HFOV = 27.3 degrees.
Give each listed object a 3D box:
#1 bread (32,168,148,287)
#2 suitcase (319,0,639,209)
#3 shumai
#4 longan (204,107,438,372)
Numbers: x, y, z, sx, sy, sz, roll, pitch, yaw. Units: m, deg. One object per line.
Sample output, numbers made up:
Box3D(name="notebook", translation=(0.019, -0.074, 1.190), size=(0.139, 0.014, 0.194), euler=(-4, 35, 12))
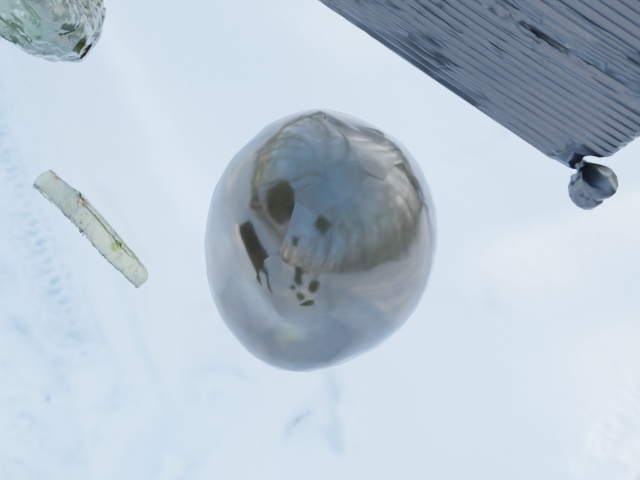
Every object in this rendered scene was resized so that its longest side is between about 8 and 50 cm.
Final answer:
Box3D(name="bread", translation=(-0.215, -0.010, 1.254), size=(0.028, 0.153, 0.068), euler=(-45, 56, -8))
Box3D(name="suitcase", translation=(0.116, -0.199, 0.801), size=(0.335, 0.229, 0.152), euler=(33, 60, -8))
Box3D(name="shumai", translation=(-0.405, -0.309, 1.480), size=(0.309, 0.263, 0.304), euler=(24, 46, -80))
Box3D(name="longan", translation=(0.000, 0.000, 1.898), size=(0.336, 0.404, 0.404), euler=(20, 34, 1))
